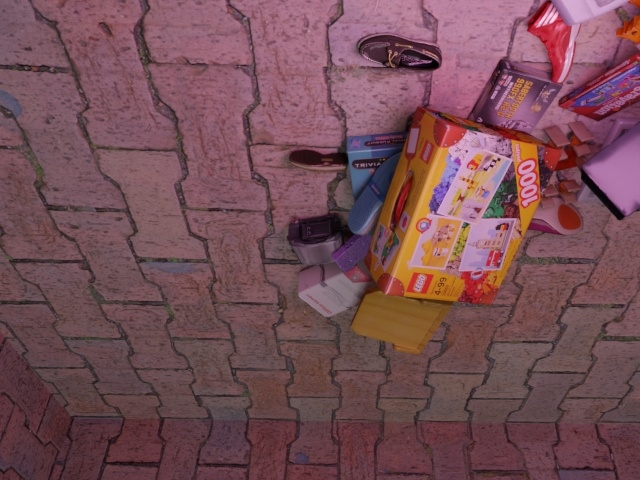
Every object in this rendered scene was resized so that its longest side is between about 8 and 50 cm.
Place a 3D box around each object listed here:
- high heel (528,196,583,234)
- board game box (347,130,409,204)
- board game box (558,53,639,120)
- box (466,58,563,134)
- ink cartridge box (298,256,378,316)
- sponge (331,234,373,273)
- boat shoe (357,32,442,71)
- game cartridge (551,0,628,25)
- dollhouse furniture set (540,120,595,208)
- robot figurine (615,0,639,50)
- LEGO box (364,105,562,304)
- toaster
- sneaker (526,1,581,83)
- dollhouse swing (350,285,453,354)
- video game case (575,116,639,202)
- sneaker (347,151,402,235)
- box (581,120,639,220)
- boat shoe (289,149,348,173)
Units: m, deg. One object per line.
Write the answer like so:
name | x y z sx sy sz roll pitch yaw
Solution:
high heel | 0.714 -0.088 2.018 0.377 0.127 0.181 16 166 -22
board game box | 0.228 -0.193 1.905 0.254 0.079 0.336 -4 138 7
board game box | 0.796 -0.404 1.584 0.145 0.027 0.281 14 166 -14
box | 0.548 -0.388 1.688 0.183 0.056 0.231 12 138 -10
ink cartridge box | 0.081 0.163 2.284 0.283 0.117 0.207 -26 132 27
sponge | 0.140 0.018 2.087 0.210 0.031 0.117 -42 145 -1
boat shoe | 0.212 -0.497 1.568 0.228 0.068 0.081 4 138 -2
game cartridge | 0.669 -0.643 1.351 0.294 0.060 0.196 -32 115 28
dollhouse furniture set | 0.691 -0.236 1.830 0.259 0.135 0.262 -12 138 -1
robot figurine | 0.872 -0.516 1.447 0.291 0.211 0.085 19 167 -17
LEGO box | 0.390 -0.087 1.678 0.373 0.193 0.500 7 115 -20
toaster | 0.000 0.000 2.100 0.227 0.129 0.146 -9 141 7
sneaker | 0.596 -0.519 1.534 0.128 0.087 0.221 5 127 9
dollhouse swing | 0.330 0.230 2.287 0.305 0.315 0.346 25 138 7
video game case | 1.014 -0.239 1.853 0.300 0.036 0.329 4 138 -1
sneaker | 0.248 -0.132 1.838 0.208 0.127 0.319 15 129 -37
box | 0.901 -0.229 1.581 0.343 0.179 0.312 -41 166 18
boat shoe | -0.008 -0.240 1.876 0.190 0.068 0.072 7 151 -5
